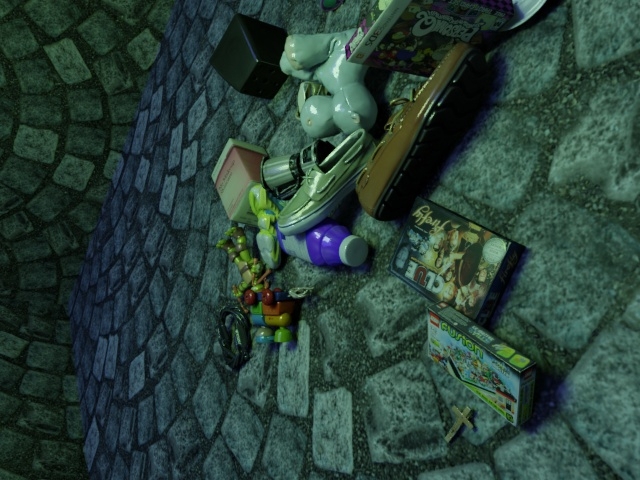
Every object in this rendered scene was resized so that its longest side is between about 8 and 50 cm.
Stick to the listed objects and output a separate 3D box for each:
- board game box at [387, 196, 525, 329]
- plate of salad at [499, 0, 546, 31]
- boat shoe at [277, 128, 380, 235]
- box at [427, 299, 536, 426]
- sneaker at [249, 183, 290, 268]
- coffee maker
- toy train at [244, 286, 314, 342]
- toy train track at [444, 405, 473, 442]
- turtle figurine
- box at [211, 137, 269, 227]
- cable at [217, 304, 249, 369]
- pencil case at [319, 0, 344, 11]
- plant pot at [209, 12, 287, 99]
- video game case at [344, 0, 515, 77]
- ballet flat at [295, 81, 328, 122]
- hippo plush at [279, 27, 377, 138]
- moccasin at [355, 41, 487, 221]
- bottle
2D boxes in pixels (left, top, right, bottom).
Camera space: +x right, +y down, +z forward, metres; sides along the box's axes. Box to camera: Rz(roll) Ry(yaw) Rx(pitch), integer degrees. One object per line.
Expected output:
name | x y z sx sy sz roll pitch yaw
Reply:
board game box | 0.237 0.035 1.011 0.243 0.042 0.165 36 110 52
plate of salad | 0.357 -0.477 0.993 0.200 0.048 0.200 -15 72 53
boat shoe | 0.009 -0.133 1.237 0.302 0.094 0.109 -41 30 6
box | 0.256 0.195 0.900 0.207 0.036 0.114 35 139 52
sneaker | -0.110 -0.044 1.481 0.091 0.126 0.240 31 135 54
coffee maker | -0.035 -0.174 1.374 0.178 0.171 0.120 -12 90 30
toy train | -0.092 0.190 1.374 0.248 0.105 0.143 -8 84 53
toy train track | 0.241 0.317 0.949 0.048 0.014 0.083 48 124 41
turtle figurine | -0.204 0.070 1.554 0.217 0.087 0.269 61 149 14
box | -0.214 -0.170 1.617 0.149 0.126 0.232 -58 40 26
cable | -0.257 0.279 1.609 0.150 0.047 0.185 -48 55 46
pencil case | 0.017 -0.704 1.512 0.070 0.064 0.152 122 142 -51
plant pot | -0.196 -0.540 1.673 0.187 0.188 0.167 -46 59 36
video game case | 0.192 -0.380 0.998 0.210 0.232 0.042 143 126 -60
ballet flat | -0.010 -0.422 1.452 0.086 0.086 0.248 23 99 54
hippo plush | 0.057 -0.352 1.285 0.294 0.234 0.237 -7 92 10
moccasin | 0.187 -0.218 1.090 0.147 0.139 0.380 56 134 35
bottle | 0.000 0.000 1.290 0.283 0.092 0.118 16 122 55
